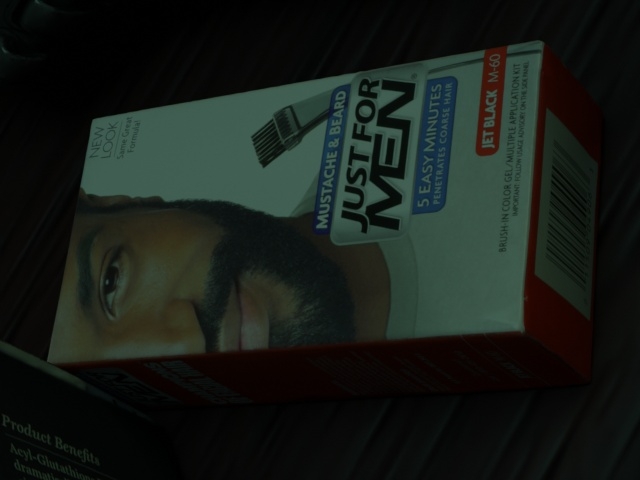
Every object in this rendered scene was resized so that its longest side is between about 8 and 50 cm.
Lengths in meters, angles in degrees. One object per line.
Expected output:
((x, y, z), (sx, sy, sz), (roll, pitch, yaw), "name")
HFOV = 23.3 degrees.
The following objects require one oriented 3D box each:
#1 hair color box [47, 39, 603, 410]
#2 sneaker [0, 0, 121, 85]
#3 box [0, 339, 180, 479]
((0.000, 0.000, 0.490), (0.167, 0.053, 0.093), (-8, 64, 31), "hair color box")
((-0.061, -0.121, 0.572), (0.296, 0.104, 0.147), (17, 118, 13), "sneaker")
((-0.103, 0.155, 0.444), (0.153, 0.108, 0.207), (-37, 53, 13), "box")
